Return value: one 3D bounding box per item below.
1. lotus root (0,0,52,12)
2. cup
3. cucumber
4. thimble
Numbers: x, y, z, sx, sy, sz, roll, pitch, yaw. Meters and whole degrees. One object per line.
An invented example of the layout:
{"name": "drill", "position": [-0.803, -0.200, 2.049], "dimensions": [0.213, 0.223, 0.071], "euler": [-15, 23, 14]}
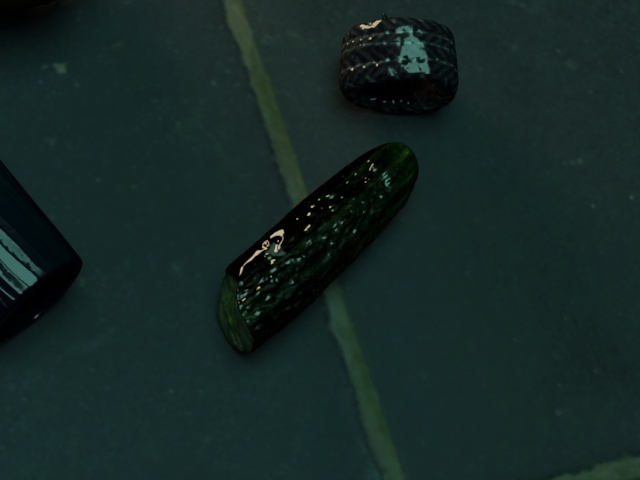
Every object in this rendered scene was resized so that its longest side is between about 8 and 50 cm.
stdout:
{"name": "lotus root", "position": [-0.304, -0.321, 1.700], "dimensions": [0.272, 0.192, 0.272], "euler": [-1, 98, -9]}
{"name": "cup", "position": [-0.291, 0.012, 1.626], "dimensions": [0.150, 0.113, 0.138], "euler": [-37, 80, -33]}
{"name": "cucumber", "position": [0.000, -0.001, 1.714], "dimensions": [0.074, 0.074, 0.241], "euler": [43, 64, 8]}
{"name": "thimble", "position": [0.071, -0.157, 1.777], "dimensions": [0.104, 0.095, 0.066], "euler": [9, 68, -23]}
